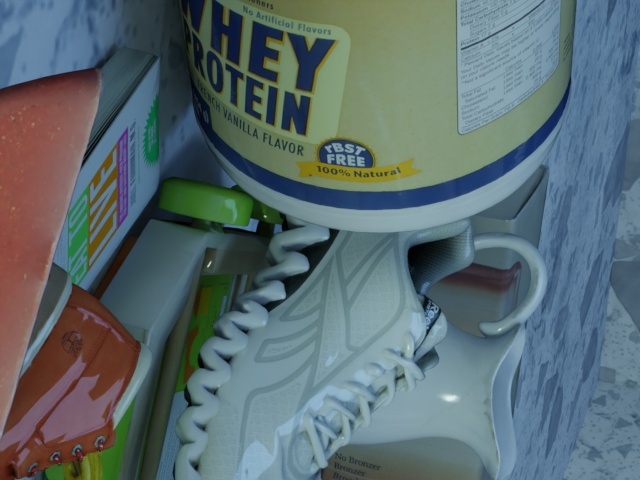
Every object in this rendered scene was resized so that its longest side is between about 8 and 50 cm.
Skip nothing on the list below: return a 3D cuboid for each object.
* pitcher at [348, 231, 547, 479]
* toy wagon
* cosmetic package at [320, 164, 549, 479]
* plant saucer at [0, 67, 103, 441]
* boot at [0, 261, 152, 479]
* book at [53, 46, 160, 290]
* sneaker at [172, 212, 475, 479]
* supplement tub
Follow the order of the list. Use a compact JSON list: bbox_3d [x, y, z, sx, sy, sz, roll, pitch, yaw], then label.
[{"bbox_3d":[0.052,0.067,1.253,0.125,0.207,0.178,41,63,-71],"label":"pitcher"},{"bbox_3d":[-0.093,0.095,1.045,0.344,0.068,0.267,4,99,-73],"label":"toy wagon"},{"bbox_3d":[0.097,0.075,1.511,0.129,0.153,0.296,-50,147,-59],"label":"cosmetic package"},{"bbox_3d":[-0.166,0.066,0.615,0.259,0.048,0.258,-3,-110,68],"label":"plant saucer"},{"bbox_3d":[-0.140,0.096,0.826,0.084,0.059,0.158,40,69,-26],"label":"boot"},{"bbox_3d":[-0.125,-0.024,0.916,0.144,0.035,0.096,-61,162,-46],"label":"book"},{"bbox_3d":[0.003,0.070,1.019,0.110,0.118,0.292,83,28,-53],"label":"sneaker"},{"bbox_3d":[0.028,-0.184,0.943,0.316,0.228,0.228,84,25,-47],"label":"supplement tub"}]
